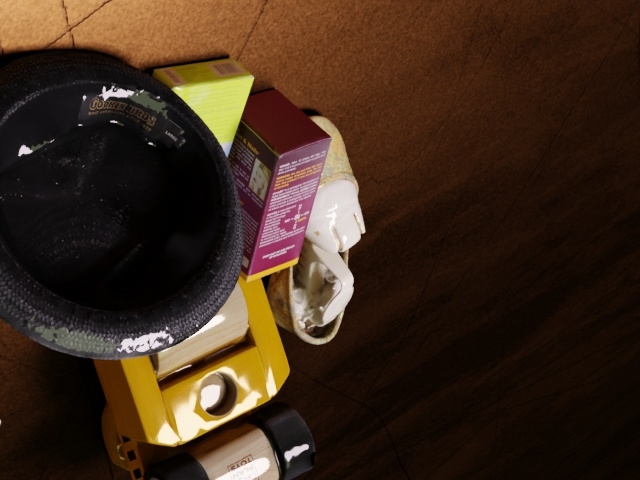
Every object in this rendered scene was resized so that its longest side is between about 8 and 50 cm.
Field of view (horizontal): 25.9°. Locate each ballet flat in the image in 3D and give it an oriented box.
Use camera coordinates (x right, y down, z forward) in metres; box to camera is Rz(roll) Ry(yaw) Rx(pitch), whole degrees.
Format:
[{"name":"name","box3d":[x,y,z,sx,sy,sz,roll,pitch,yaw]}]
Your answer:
[{"name":"ballet flat","box3d":[0.000,0.000,1.723,0.123,0.123,0.349,-27,145,-29]}]

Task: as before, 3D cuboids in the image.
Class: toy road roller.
[{"name":"toy road roller","box3d":[-0.176,0.184,1.695,0.202,0.240,0.330,-24,106,-32]}]

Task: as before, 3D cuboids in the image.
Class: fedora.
[{"name":"fedora","box3d":[-0.235,-0.016,1.321,0.334,0.334,0.152,-12,166,-44]}]

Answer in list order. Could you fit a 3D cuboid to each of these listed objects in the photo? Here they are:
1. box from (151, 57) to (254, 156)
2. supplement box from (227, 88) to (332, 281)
[{"name":"box","box3d":[-0.145,-0.105,1.488,0.109,0.042,0.178,-15,138,-41]},{"name":"supplement box","box3d":[-0.066,-0.062,1.576,0.080,0.104,0.188,-21,142,-37]}]
